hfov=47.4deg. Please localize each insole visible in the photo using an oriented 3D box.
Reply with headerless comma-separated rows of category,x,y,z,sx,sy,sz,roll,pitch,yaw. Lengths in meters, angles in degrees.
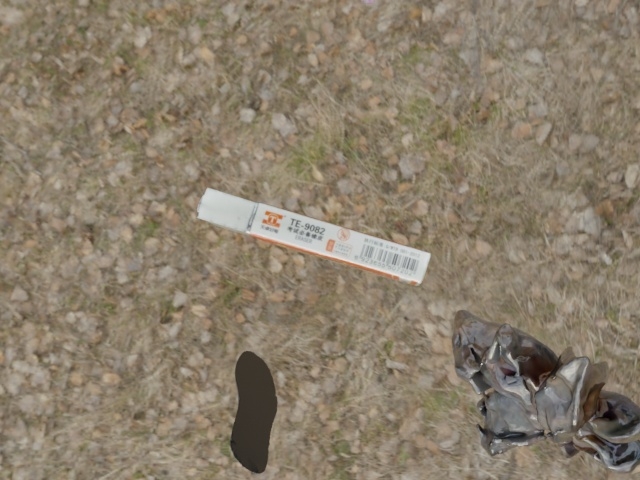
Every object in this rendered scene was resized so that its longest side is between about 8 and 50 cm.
insole,-0.071,0.176,0.768,0.004,0.064,0.188,-44,17,17

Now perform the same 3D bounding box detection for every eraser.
eraser,0.000,0.000,0.770,0.230,0.157,0.038,17,88,8

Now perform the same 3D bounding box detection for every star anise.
star anise,0.221,0.164,0.743,0.110,0.198,0.257,-44,19,-16

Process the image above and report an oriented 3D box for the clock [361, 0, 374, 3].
clock,0.072,-0.497,1.175,0.150,0.063,0.197,-37,66,0
